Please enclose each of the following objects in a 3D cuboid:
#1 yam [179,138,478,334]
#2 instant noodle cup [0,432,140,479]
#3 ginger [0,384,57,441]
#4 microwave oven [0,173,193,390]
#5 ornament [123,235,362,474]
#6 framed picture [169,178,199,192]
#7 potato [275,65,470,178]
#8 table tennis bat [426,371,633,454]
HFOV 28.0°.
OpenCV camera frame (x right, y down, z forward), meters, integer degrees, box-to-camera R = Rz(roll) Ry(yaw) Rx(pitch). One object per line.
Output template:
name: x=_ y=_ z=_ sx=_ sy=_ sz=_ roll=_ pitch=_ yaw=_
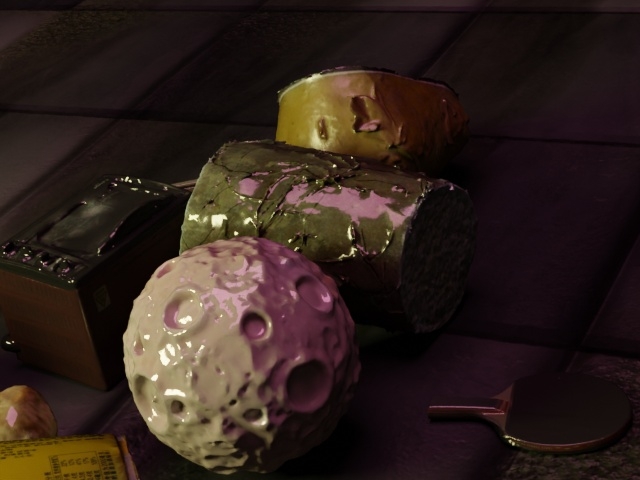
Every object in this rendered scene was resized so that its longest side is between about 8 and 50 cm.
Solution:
yam: x=0.000 y=0.000 z=1.585 sx=0.348 sy=0.241 sz=0.241 roll=8 pitch=35 yaw=26
instant noodle cup: x=-0.271 y=0.307 z=1.090 sx=0.254 sy=0.326 sz=0.325 roll=-10 pitch=28 yaw=-14
ginger: x=-0.430 y=0.253 z=1.369 sx=0.244 sy=0.155 sz=0.304 roll=8 pitch=36 yaw=34
microwave oven: x=-0.281 y=0.039 z=1.653 sx=0.178 sy=0.188 sz=0.247 roll=11 pitch=37 yaw=34
ornament: x=-0.090 y=0.126 z=1.373 sx=0.225 sy=0.259 sz=0.259 roll=-25 pitch=32 yaw=-31
framed picture: x=-0.199 y=-0.032 z=1.916 sx=0.315 sy=0.024 sz=0.232 roll=-10 pitch=29 yaw=1
potato: x=0.073 y=-0.114 z=1.809 sx=0.246 sy=0.196 sz=0.299 roll=-14 pitch=-13 yaw=43
table tennis bat: x=0.226 y=0.184 z=1.391 sx=0.220 sy=0.019 sz=0.130 roll=0 pitch=30 yaw=17
